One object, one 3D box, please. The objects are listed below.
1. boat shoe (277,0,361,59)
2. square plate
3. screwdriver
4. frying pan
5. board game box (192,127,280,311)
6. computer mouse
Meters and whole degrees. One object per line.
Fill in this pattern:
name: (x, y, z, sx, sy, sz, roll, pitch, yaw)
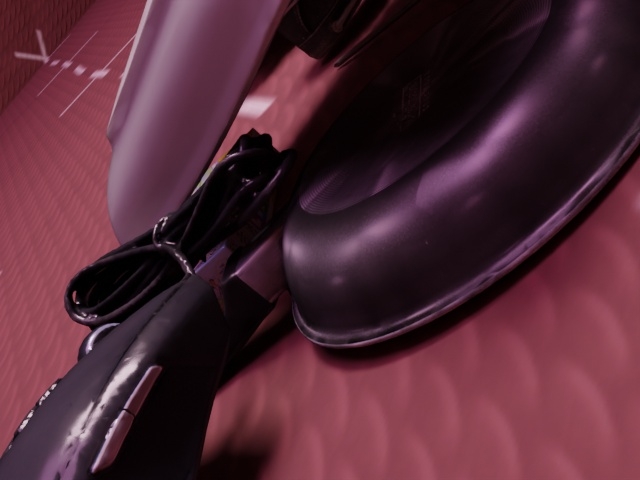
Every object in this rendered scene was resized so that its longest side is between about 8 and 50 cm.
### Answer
boat shoe: (0.036, -0.221, 0.871, 0.219, 0.070, 0.078, -54, 14, -15)
square plate: (-0.034, -0.192, 0.603, 0.347, 0.049, 0.344, 133, 153, -65)
screwdriver: (0.056, -0.145, 0.744, 0.170, 0.024, 0.025, -27, 56, 52)
frying pan: (0.013, -0.021, 0.540, 0.326, 0.053, 0.197, -25, 27, 44)
board game box: (-0.071, 0.007, 0.695, 0.103, 0.026, 0.154, -41, 19, 20)
computer mouse: (-0.101, 0.078, 0.497, 0.184, 0.060, 0.262, -38, 29, 47)
